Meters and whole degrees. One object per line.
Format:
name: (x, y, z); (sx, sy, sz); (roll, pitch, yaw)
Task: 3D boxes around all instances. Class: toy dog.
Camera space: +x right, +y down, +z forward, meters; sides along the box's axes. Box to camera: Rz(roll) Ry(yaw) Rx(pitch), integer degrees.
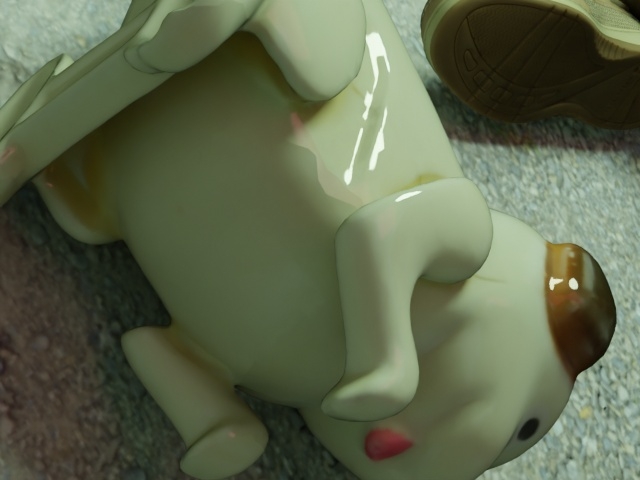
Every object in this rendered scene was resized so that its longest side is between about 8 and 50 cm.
toy dog: (0.000, 0.000, 1.183); (0.408, 0.285, 0.395); (49, 26, -16)

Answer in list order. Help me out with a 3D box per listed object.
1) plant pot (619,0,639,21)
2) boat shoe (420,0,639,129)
plant pot: (0.382, -0.257, 1.640); (0.237, 0.237, 0.254); (-21, 73, -48)
boat shoe: (0.188, -0.175, 1.544); (0.341, 0.121, 0.110); (10, 37, -50)
